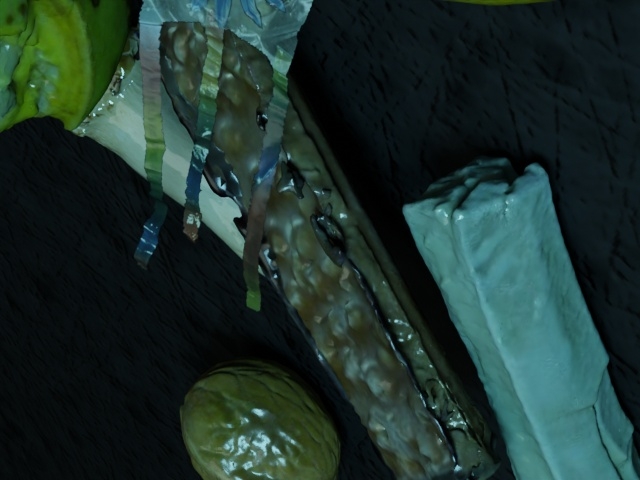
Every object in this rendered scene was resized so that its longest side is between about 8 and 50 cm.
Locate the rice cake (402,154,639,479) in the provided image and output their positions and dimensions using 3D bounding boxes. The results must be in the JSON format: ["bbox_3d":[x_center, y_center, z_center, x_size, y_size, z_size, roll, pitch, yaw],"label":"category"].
[{"bbox_3d":[0.135,0.104,0.937,0.063,0.066,0.336,25,144,55],"label":"rice cake"}]

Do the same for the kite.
[{"bbox_3d":[-0.048,-0.111,0.875,0.169,0.015,0.310,21,117,41],"label":"kite"}]

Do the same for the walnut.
[{"bbox_3d":[-0.040,0.138,1.175,0.124,0.105,0.105,37,148,10],"label":"walnut"}]

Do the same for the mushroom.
[{"bbox_3d":[-0.069,-0.048,1.037,0.209,0.071,0.084,40,118,10],"label":"mushroom"}]

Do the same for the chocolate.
[{"bbox_3d":[0.004,-0.002,0.939,0.329,0.065,0.102,60,155,3],"label":"chocolate"}]

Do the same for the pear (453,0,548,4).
[{"bbox_3d":[0.057,-0.180,0.597,0.209,0.209,0.209,33,146,26],"label":"pear"}]

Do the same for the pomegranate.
[{"bbox_3d":[-0.237,-0.143,0.981,0.236,0.236,0.302,52,147,-5],"label":"pomegranate"}]
